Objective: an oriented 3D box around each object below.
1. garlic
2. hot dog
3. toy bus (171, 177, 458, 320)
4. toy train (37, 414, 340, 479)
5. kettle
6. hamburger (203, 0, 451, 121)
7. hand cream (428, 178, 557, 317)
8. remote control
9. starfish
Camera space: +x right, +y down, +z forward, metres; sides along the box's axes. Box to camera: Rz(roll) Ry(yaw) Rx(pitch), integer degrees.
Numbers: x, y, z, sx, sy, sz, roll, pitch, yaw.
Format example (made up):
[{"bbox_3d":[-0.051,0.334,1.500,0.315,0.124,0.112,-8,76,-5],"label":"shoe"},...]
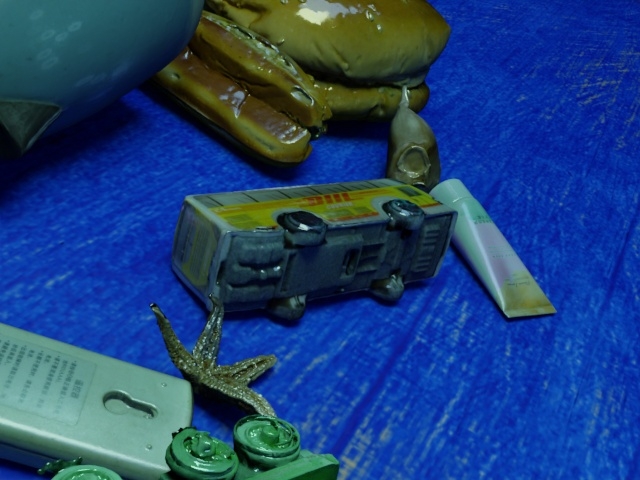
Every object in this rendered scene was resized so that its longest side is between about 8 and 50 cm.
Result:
[{"bbox_3d":[0.104,-0.096,1.063,0.066,0.084,0.152,13,36,-5],"label":"garlic"},{"bbox_3d":[-0.101,-0.177,1.029,0.269,0.115,0.072,39,11,20],"label":"hot dog"},{"bbox_3d":[0.000,0.000,0.854,0.268,0.092,0.106,-8,33,-41],"label":"toy bus"},{"bbox_3d":[-0.081,0.171,0.523,0.251,0.085,0.119,-10,31,-39],"label":"toy train"},{"bbox_3d":[-0.313,-0.213,0.818,0.319,0.247,0.342,35,42,2],"label":"kettle"},{"bbox_3d":[-0.001,-0.262,1.173,0.314,0.170,0.290,-3,34,-35],"label":"hamburger"},{"bbox_3d":[0.173,0.011,0.998,0.076,0.047,0.174,-2,48,-38],"label":"hand cream"},{"bbox_3d":[-0.197,0.096,0.616,0.233,0.038,0.098,19,32,-11],"label":"remote control"},{"bbox_3d":[-0.083,0.087,0.693,0.130,0.041,0.133,36,16,-30],"label":"starfish"}]
